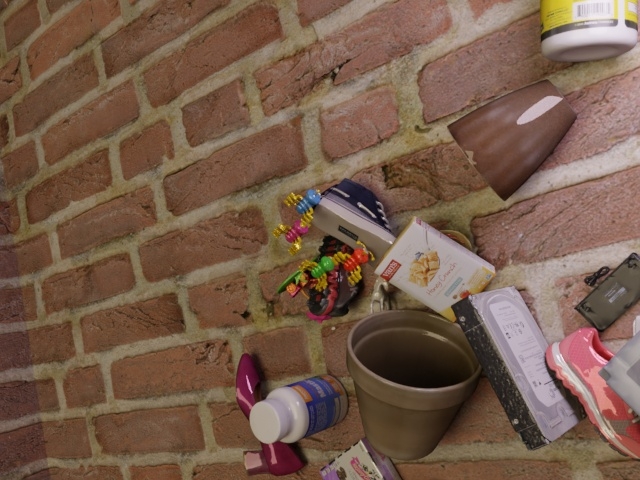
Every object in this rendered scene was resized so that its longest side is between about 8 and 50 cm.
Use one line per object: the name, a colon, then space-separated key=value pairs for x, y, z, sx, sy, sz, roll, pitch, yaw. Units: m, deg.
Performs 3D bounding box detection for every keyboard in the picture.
keyboard: x=0.629 y=0.104 z=1.503 sx=0.108 sy=0.023 sz=0.180 roll=48 pitch=119 yaw=20

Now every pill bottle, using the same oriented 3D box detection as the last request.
pill bottle: x=-0.061 y=0.469 z=1.924 sx=0.152 sy=0.272 sz=0.152 roll=3 pitch=94 yaw=39
pill bottle: x=0.547 y=-0.550 z=1.427 sx=0.188 sy=0.188 sz=0.333 roll=0 pitch=92 yaw=39

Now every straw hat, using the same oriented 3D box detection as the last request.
straw hat: x=0.307 y=0.020 z=1.731 sx=0.144 sy=0.145 sz=0.061 roll=-53 pitch=17 yaw=28

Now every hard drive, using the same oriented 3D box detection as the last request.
hard drive: x=0.439 y=0.267 z=1.528 sx=0.064 sy=0.237 sz=0.338 roll=-37 pitch=69 yaw=35

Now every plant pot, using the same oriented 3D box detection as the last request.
plant pot: x=0.438 y=-0.240 z=1.543 sx=0.230 sy=0.215 sz=0.215 roll=-38 pitch=69 yaw=18
plant pot: x=0.216 y=0.369 z=1.704 sx=0.323 sy=0.323 sz=0.280 roll=26 pitch=126 yaw=35

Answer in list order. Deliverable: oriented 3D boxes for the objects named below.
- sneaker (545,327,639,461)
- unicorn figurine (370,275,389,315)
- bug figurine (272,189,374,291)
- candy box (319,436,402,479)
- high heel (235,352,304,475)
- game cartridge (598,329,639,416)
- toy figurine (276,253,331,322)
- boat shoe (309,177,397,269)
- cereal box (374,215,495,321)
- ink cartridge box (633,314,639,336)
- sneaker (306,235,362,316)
sneaker: x=0.617 y=0.320 z=1.465 sx=0.136 sy=0.116 sz=0.313 roll=-50 pitch=63 yaw=28
unicorn figurine: x=0.159 y=0.150 z=1.813 sx=0.060 sy=0.162 sz=0.111 roll=4 pitch=77 yaw=2
bug figurine: x=0.000 y=0.000 z=1.794 sx=0.279 sy=0.072 sz=0.216 roll=52 pitch=134 yaw=-1
candy box: x=0.113 y=0.655 z=1.923 sx=0.196 sy=0.070 sz=0.164 roll=-47 pitch=64 yaw=31
high heel: x=-0.155 y=0.527 z=2.141 sx=0.182 sy=0.127 sz=0.377 roll=-10 pitch=81 yaw=10
game cartridge: x=0.687 y=0.220 z=1.290 sx=0.196 sy=0.060 sz=0.294 roll=51 pitch=122 yaw=30
toy figurine: x=-0.010 y=0.152 z=1.992 sx=0.173 sy=0.130 sz=0.159 roll=-42 pitch=79 yaw=7
boat shoe: x=0.143 y=-0.040 z=1.823 sx=0.341 sy=0.158 sz=0.127 roll=36 pitch=141 yaw=10
cereal box: x=0.276 y=0.072 z=1.691 sx=0.240 sy=0.047 sz=0.173 roll=31 pitch=118 yaw=-6
ink cartridge box: x=0.765 y=0.245 z=1.337 sx=0.278 sy=0.117 sz=0.201 roll=-1 pitch=91 yaw=39
sneaker: x=0.055 y=0.088 z=1.925 sx=0.098 sy=0.135 sz=0.275 roll=-6 pitch=65 yaw=51
